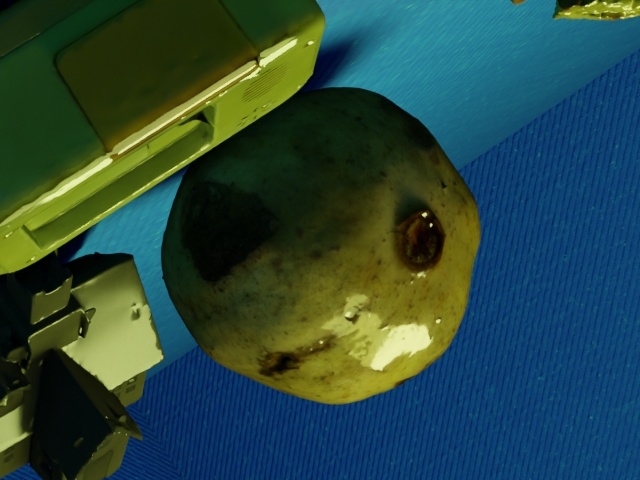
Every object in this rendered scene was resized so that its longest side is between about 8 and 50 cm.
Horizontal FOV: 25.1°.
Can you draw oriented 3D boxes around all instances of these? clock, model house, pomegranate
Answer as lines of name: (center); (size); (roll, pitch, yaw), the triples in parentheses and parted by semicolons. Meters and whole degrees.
clock: (-0.104, -0.076, 0.705); (0.202, 0.096, 0.143); (-33, 174, -8)
model house: (-0.242, 0.104, 1.284); (0.211, 0.204, 0.243); (-30, 158, -28)
pomegranate: (0.000, 0.000, 1.248); (0.281, 0.281, 0.281); (-32, 176, -3)

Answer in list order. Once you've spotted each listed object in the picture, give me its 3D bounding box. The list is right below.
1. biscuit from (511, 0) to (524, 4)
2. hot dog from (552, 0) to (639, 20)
biscuit: (0.231, -0.272, 1.374); (0.118, 0.023, 0.140); (-31, 175, -19)
hot dog: (0.307, -0.271, 1.252); (0.261, 0.123, 0.093); (-33, 153, 4)
